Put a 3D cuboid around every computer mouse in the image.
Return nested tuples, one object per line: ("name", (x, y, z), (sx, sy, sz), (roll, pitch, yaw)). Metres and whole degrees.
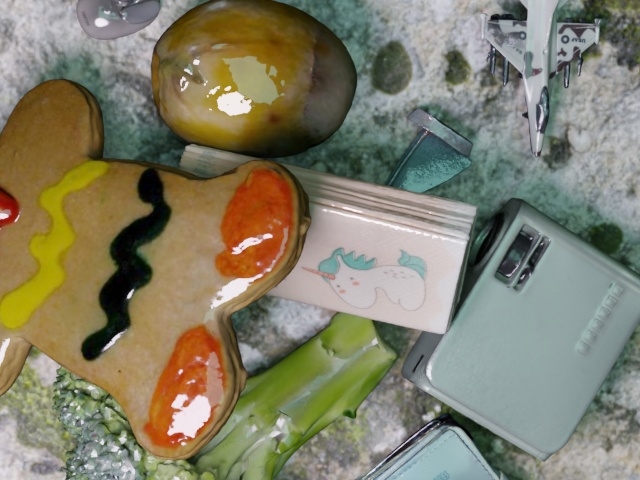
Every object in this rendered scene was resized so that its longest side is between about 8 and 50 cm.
("computer mouse", (-0.227, -0.263, 1.738), (0.096, 0.039, 0.066), (-20, 97, -9))

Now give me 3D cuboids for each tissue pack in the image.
("tissue pack", (0.000, 0.000, 1.698), (0.325, 0.170, 0.071), (13, 48, 7))

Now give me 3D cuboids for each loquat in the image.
("loquat", (-0.073, -0.179, 1.704), (0.227, 0.179, 0.179), (1, 94, -7))

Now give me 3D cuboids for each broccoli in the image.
("broccoli", (-0.074, 0.269, 1.735), (0.397, 0.275, 0.353), (-9, 105, -25))

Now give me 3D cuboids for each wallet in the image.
("wallet", (0.165, 0.348, 1.837), (0.176, 0.075, 0.250), (-39, 99, 1))

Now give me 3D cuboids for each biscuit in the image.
("biscuit", (-0.237, 0.038, 1.613), (0.394, 0.076, 0.368), (23, 88, 21))

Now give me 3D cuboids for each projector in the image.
("projector", (0.241, 0.103, 1.816), (0.198, 0.108, 0.250), (31, 90, -11))

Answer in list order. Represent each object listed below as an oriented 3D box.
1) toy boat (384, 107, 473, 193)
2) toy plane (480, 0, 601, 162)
("toy boat", (0.118, -0.085, 1.822), (0.096, 0.034, 0.122), (33, 96, -11))
("toy plane", (0.255, -0.214, 1.818), (0.160, 0.082, 0.234), (0, 109, -20))
